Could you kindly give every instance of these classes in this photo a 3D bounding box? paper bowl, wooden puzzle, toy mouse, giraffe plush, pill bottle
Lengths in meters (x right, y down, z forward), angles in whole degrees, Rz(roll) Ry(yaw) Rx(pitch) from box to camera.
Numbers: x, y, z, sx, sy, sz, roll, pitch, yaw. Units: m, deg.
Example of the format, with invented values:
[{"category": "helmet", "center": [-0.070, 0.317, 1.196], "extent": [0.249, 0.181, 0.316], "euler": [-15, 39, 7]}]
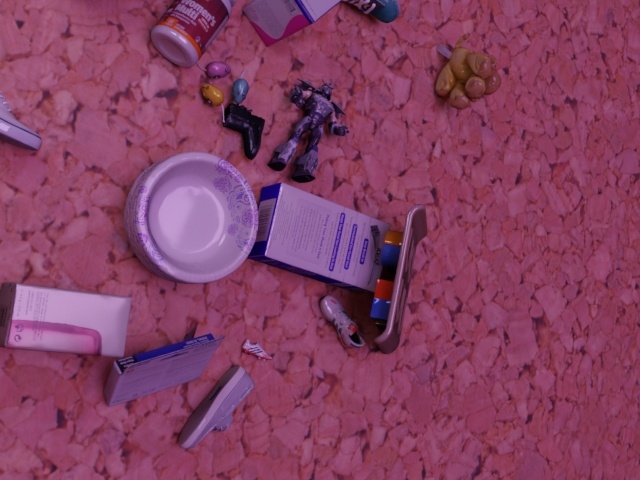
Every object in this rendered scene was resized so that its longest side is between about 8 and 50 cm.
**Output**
[{"category": "paper bowl", "center": [-0.292, -0.046, 1.761], "extent": [0.284, 0.148, 0.285], "euler": [2, 87, -33]}, {"category": "wooden puzzle", "center": [0.187, 0.102, 2.012], "extent": [0.080, 0.322, 0.348], "euler": [14, 79, 12]}, {"category": "toy mouse", "center": [-0.217, -0.376, 1.874], "extent": [0.143, 0.031, 0.161], "euler": [-36, 88, -31]}, {"category": "giraffe plush", "center": [0.434, -0.461, 2.257], "extent": [0.170, 0.181, 0.210], "euler": [13, 46, -41]}, {"category": "pill bottle", "center": [-0.277, -0.510, 1.809], "extent": [0.121, 0.121, 0.221], "euler": [40, 68, -24]}]

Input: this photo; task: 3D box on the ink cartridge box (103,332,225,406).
[{"category": "ink cartridge box", "center": [-0.332, 0.260, 1.683], "extent": [0.223, 0.224, 0.045], "euler": [-13, 65, -33]}]

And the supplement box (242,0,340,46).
[{"category": "supplement box", "center": [-0.071, -0.555, 1.884], "extent": [0.114, 0.220, 0.111], "euler": [-45, 111, -27]}]

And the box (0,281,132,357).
[{"category": "box", "center": [-0.519, 0.160, 1.606], "extent": [0.232, 0.148, 0.127], "euler": [11, 82, -31]}]

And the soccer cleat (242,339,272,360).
[{"category": "soccer cleat", "center": [-0.148, 0.263, 1.907], "extent": [0.083, 0.029, 0.036], "euler": [25, 79, -24]}]

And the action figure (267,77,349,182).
[{"category": "action figure", "center": [-0.020, -0.283, 1.978], "extent": [0.185, 0.099, 0.285], "euler": [29, 68, -19]}]

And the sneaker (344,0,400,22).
[{"category": "sneaker", "center": [0.073, -0.656, 2.054], "extent": [0.302, 0.108, 0.121], "euler": [42, 68, -15]}]

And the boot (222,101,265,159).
[{"category": "boot", "center": [-0.188, -0.262, 1.899], "extent": [0.099, 0.045, 0.121], "euler": [23, 68, -32]}]

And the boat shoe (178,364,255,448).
[{"category": "boat shoe", "center": [-0.228, 0.392, 1.819], "extent": [0.081, 0.079, 0.227], "euler": [47, 62, -17]}]

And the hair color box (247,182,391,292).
[{"category": "hair color box", "center": [0.000, 0.000, 1.969], "extent": [0.338, 0.110, 0.185], "euler": [20, 76, -29]}]

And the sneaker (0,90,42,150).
[{"category": "sneaker", "center": [-0.658, -0.270, 1.570], "extent": [0.258, 0.094, 0.091], "euler": [32, 76, -26]}]

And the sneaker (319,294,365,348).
[{"category": "sneaker", "center": [0.062, 0.205, 2.015], "extent": [0.057, 0.075, 0.161], "euler": [-37, 107, -28]}]
